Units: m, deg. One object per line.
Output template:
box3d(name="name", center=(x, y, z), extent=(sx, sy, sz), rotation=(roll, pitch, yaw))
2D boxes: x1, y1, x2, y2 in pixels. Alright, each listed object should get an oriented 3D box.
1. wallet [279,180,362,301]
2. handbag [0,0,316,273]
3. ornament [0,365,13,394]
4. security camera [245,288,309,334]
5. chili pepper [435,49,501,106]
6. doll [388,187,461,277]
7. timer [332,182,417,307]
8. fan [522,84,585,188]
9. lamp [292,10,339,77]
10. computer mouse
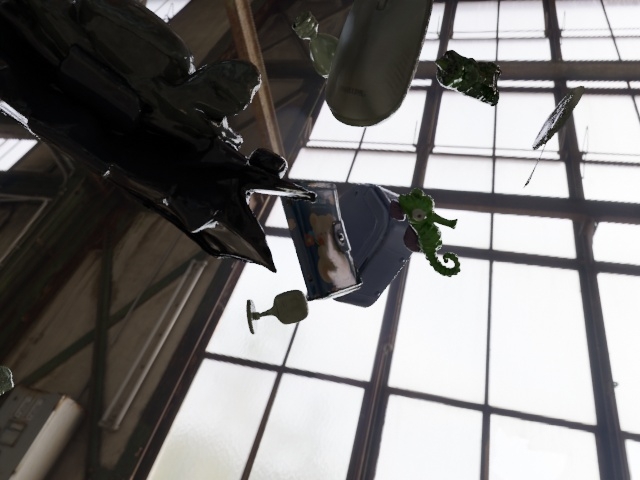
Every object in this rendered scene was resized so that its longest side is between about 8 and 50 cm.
box3d(name="wallet", center=(-0.001, 0.001, 0.810), extent=(0.059, 0.141, 0.202), rotation=(-19, -96, 34))
box3d(name="handbag", center=(-0.165, -0.104, 0.368), extent=(0.325, 0.118, 0.269), rotation=(34, -9, -23))
box3d(name="ornament", center=(-0.413, 0.177, 0.562), extent=(0.068, 0.041, 0.092), rotation=(-11, -7, -32))
box3d(name="security camera", center=(-0.063, 0.106, 0.700), extent=(0.092, 0.058, 0.058), rotation=(-10, -43, -2))
box3d(name="chili pepper", center=(0.455, -0.515, 1.446), extent=(0.270, 0.136, 0.099), rotation=(5, 8, -37))
box3d(name="doll", center=(0.189, -0.011, 0.803), extent=(0.115, 0.050, 0.190), rotation=(10, -44, 47))
box3d(name="timer", center=(0.144, -0.005, 1.517), extent=(0.173, 0.395, 0.395), rotation=(17, -36, -26))
box3d(name="fan", center=(0.701, -0.322, 1.429), extent=(0.012, 0.415, 0.233), rotation=(31, -23, 3))
box3d(name="lamp", center=(0.002, -0.531, 1.265), extent=(0.106, 0.106, 0.193), rotation=(-15, -40, 34))
box3d(name="computer mouse", center=(0.114, -0.398, 0.969), extent=(0.197, 0.331, 0.095), rotation=(19, 5, 29))
